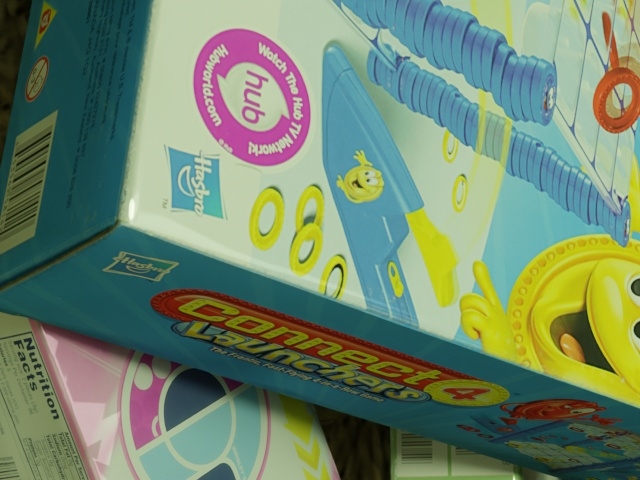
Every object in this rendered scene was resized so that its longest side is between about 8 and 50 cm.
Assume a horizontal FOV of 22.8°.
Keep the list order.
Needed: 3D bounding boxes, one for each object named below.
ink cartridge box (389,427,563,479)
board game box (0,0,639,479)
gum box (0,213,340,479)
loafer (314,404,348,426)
[{"bbox_3d":[0.077,0.041,0.709,0.235,0.056,0.171,48,40,-72],"label":"ink cartridge box"},{"bbox_3d":[0.059,-0.087,0.554,0.302,0.086,0.308,20,64,-32],"label":"board game box"},{"bbox_3d":[-0.061,0.059,0.534,0.107,0.062,0.188,-29,103,-50],"label":"gum box"},{"bbox_3d":[0.000,0.000,0.636,0.056,0.050,0.148,-14,91,-52],"label":"loafer"}]
